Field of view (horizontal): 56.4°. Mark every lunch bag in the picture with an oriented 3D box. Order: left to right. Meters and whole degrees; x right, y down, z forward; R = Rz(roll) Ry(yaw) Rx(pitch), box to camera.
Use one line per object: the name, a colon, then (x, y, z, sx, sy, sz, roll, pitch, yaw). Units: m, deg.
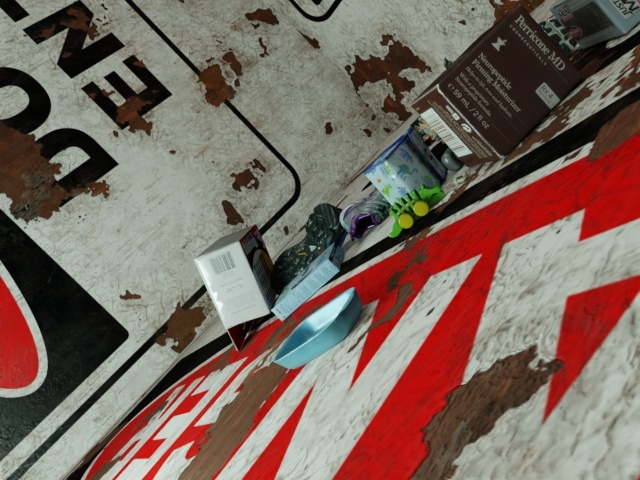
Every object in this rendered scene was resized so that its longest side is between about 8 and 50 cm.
lunch bag: (0.187, -0.147, 1.231, 0.151, 0.128, 0.096, -46, 10, -35)

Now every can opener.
can opener: (0.321, -0.250, 1.268, 0.074, 0.093, 0.280, -40, 13, 50)

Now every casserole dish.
casserole dish: (0.000, 0.142, 0.926, 0.188, 0.037, 0.114, -38, 8, 40)

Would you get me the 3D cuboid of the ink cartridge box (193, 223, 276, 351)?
ink cartridge box: (-0.202, 0.119, 1.642, 0.130, 0.271, 0.309, -21, 9, 6)

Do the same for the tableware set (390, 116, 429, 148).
tableware set: (0.313, -0.305, 1.753, 0.194, 0.128, 0.039, -41, 48, 14)

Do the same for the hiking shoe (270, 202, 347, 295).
hiking shoe: (-0.013, 0.039, 1.573, 0.132, 0.113, 0.304, 5, -50, -51)

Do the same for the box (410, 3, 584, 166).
box: (0.302, -0.262, 1.054, 0.203, 0.168, 0.167, -45, 5, -3)

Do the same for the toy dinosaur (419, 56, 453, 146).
toy dinosaur: (0.335, -0.343, 1.576, 0.218, 0.164, 0.322, -58, 8, 19)

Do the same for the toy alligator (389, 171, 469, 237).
toy alligator: (0.189, -0.080, 1.121, 0.190, 0.051, 0.056, -42, 7, 22)

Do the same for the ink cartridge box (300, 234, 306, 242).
ink cartridge box: (0.000, 0.000, 1.767, 0.127, 0.072, 0.175, -41, 6, 26)

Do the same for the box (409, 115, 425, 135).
box: (0.483, -0.520, 2.149, 0.293, 0.073, 0.295, -44, 5, -9)

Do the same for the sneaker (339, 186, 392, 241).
sneaker: (0.152, -0.083, 1.429, 0.224, 0.083, 0.098, -40, 35, 13)

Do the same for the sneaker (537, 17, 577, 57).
sneaker: (0.456, -0.402, 1.338, 0.118, 0.107, 0.279, -42, 3, -43)

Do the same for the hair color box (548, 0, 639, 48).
hair color box: (0.614, -0.526, 1.063, 0.374, 0.113, 0.185, -43, 5, 8)

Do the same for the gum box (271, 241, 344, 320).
gum box: (-0.026, 0.095, 1.420, 0.184, 0.041, 0.157, -42, 6, 14)
